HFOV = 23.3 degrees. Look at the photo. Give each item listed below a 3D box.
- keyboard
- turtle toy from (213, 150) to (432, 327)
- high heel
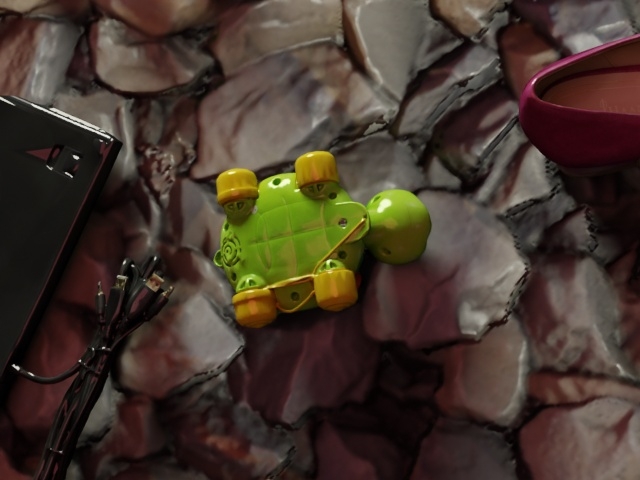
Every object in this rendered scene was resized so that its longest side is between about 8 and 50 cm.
[{"bbox_3d":[-0.204,0.073,0.972,0.201,0.033,0.317,24,87,27],"label":"keyboard"},{"bbox_3d":[0.000,0.000,0.905,0.130,0.066,0.095,-12,77,14],"label":"turtle toy"},{"bbox_3d":[0.226,-0.098,0.830,0.244,0.117,0.082,-14,74,14],"label":"high heel"}]
